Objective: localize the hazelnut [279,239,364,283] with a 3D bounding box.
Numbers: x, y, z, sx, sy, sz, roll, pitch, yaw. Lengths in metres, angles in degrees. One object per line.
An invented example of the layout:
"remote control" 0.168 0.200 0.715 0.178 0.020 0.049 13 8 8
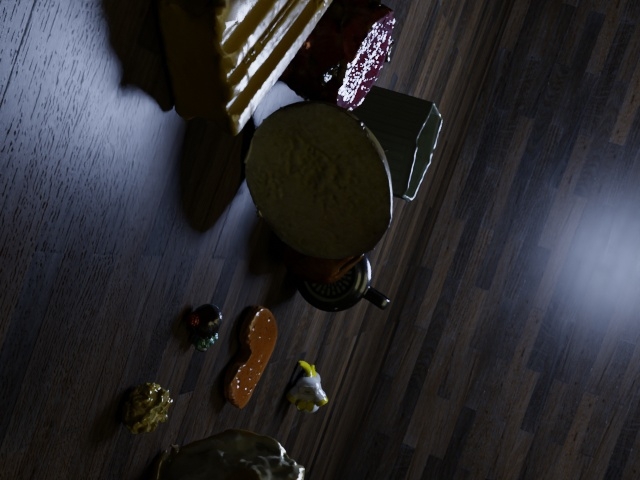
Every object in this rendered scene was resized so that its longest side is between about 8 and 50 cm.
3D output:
"hazelnut" 0.000 0.000 1.689 0.204 0.178 0.178 61 51 -70

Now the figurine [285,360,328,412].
"figurine" -0.029 0.390 2.232 0.178 0.109 0.129 65 25 -74

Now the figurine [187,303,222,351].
"figurine" -0.194 0.147 1.398 0.060 0.047 0.106 -19 147 -24

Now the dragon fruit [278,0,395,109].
"dragon fruit" 0.017 -0.321 1.382 0.282 0.147 0.211 -36 153 -60

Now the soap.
"soap" -0.080 -0.316 1.086 0.204 0.096 0.324 92 23 -52

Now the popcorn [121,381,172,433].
"popcorn" -0.262 0.254 1.265 0.082 0.057 0.083 -33 144 -64

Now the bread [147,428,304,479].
"bread" -0.218 0.555 1.472 0.361 0.250 0.394 -49 159 -48

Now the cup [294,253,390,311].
"cup" 0.054 0.086 1.870 0.169 0.223 0.176 -57 174 2

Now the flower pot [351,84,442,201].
"flower pot" 0.137 -0.211 1.823 0.239 0.190 0.209 11 98 -76

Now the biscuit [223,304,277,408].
"biscuit" -0.147 0.228 1.683 0.192 0.036 0.186 -64 162 -19

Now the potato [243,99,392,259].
"potato" -0.001 -0.112 1.398 0.116 0.239 0.299 -82 154 -57
